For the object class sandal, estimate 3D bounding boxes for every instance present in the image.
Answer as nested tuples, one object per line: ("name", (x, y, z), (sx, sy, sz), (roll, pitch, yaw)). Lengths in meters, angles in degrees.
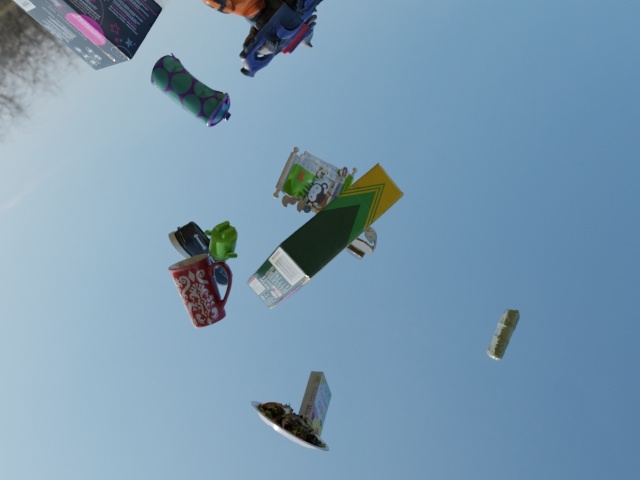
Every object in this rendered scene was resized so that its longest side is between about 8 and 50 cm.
("sandal", (0.128, -0.005, 1.872), (0.079, 0.088, 0.240), (-55, 178, -11))

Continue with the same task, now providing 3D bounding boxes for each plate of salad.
("plate of salad", (-0.062, 0.394, 1.382), (0.200, 0.200, 0.048), (21, -102, 54))

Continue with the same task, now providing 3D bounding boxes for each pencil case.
("pencil case", (-0.230, -0.267, 1.133), (0.070, 0.151, 0.064), (-52, 171, -6))

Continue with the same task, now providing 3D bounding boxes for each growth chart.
("growth chart", (-0.013, -0.151, 1.732), (0.021, 0.237, 0.172), (13, -93, 56))

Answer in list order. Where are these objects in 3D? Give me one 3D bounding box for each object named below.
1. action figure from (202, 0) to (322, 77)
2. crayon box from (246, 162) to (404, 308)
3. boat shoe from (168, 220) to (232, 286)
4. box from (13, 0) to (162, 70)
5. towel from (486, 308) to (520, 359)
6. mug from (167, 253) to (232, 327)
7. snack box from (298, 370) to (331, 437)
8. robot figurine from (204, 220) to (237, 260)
("action figure", (-0.102, -0.538, 1.329), (0.341, 0.330, 0.178), (-39, -132, 11))
("crayon box", (0.000, 0.000, 1.527), (0.313, 0.106, 0.363), (-42, 180, -24))
("boat shoe", (-0.338, 0.046, 1.934), (0.091, 0.302, 0.114), (-33, -124, 6))
("box", (-0.466, -0.475, 1.235), (0.163, 0.247, 0.142), (4, -118, 45))
("towel", (0.363, 0.187, 1.270), (0.027, 0.148, 0.110), (23, -91, 12))
("mug", (-0.301, 0.130, 1.632), (0.150, 0.169, 0.113), (-7, -166, 43))
("snack box", (-0.013, 0.409, 1.564), (0.037, 0.100, 0.141), (0, -139, 18))
("robot figurine", (-0.245, 0.004, 1.598), (0.067, 0.115, 0.101), (-30, -117, -37))
